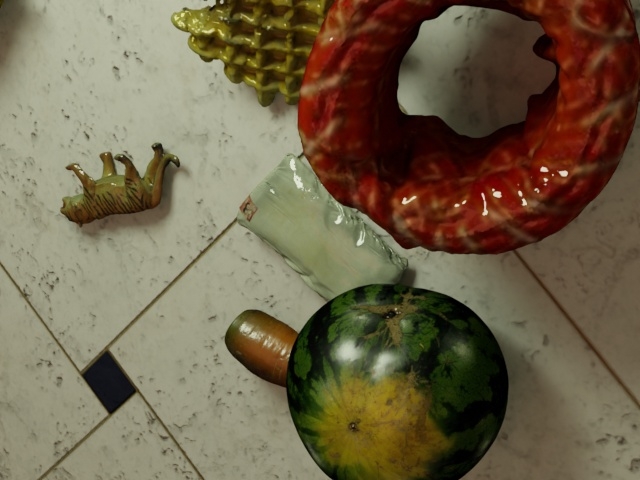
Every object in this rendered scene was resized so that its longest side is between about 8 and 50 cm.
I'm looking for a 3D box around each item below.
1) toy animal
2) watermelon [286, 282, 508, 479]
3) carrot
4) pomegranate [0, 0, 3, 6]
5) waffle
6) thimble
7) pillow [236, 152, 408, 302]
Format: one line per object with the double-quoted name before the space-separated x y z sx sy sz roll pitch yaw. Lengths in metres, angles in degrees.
"toy animal" -0.294 -0.081 1.497 0.241 0.057 0.099 -7 108 30
"watermelon" 0.093 0.181 1.231 0.269 0.269 0.269 10 110 28
"carrot" -0.041 0.165 1.405 0.193 0.087 0.087 29 118 16
"pomegranate" -0.541 -0.385 1.455 0.257 0.221 0.220 7 109 18
"waffle" -0.056 -0.260 1.230 0.261 0.056 0.250 -18 134 40
"thimble" 0.162 -0.162 1.052 0.350 0.230 0.350 5 114 12
"pillow" 0.000 0.000 1.346 0.229 0.051 0.128 43 114 11
